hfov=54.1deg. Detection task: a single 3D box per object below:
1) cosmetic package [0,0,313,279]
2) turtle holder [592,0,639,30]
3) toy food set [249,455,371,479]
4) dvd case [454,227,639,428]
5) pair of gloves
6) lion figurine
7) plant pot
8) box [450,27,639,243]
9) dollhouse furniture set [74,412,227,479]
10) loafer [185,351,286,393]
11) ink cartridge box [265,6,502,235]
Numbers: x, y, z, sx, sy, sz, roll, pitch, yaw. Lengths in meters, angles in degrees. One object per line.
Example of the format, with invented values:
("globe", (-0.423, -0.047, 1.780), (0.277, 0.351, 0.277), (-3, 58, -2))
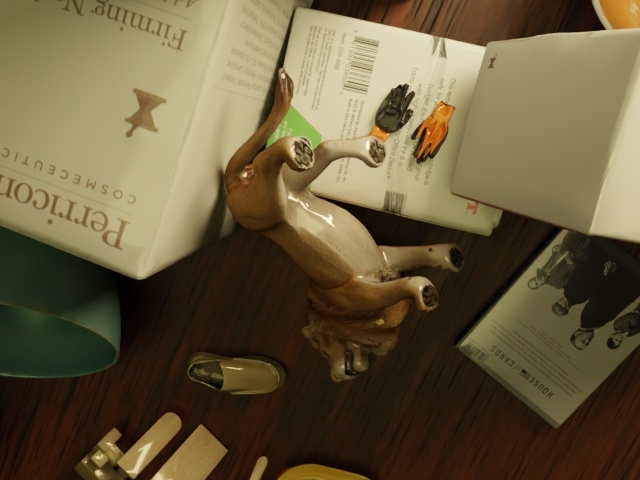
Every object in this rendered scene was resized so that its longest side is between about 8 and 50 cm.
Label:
("cosmetic package", (-0.225, -0.218, 0.704), (0.329, 0.327, 0.394), (20, 101, 4))
("turtle holder", (0.431, -0.304, 0.677), (0.243, 0.320, 0.227), (-11, 97, 41))
("toy food set", (-0.008, 0.386, 0.899), (0.217, 0.071, 0.128), (14, 76, 3))
("dvd case", (0.323, 0.107, 0.831), (0.179, 0.029, 0.239), (39, 101, 0))
("pair of gloves", (0.104, -0.132, 0.710), (0.083, 0.010, 0.074), (27, 101, 5))
("lion figurine", (0.000, 0.000, 0.729), (0.240, 0.142, 0.392), (-11, 123, 46))
("plant pot", (-0.395, 0.043, 0.812), (0.290, 0.290, 0.195), (-3, 61, 8))
("box", (0.348, -0.084, 0.641), (0.345, 0.215, 0.168), (8, 100, -22))
("dollhouse furniture set", (-0.255, 0.327, 0.936), (0.144, 0.123, 0.151), (46, 136, -1))
("loafer", (-0.123, 0.192, 0.888), (0.148, 0.050, 0.056), (3, 98, 7))
("ink cartridge box", (0.093, -0.143, 0.777), (0.289, 0.121, 0.211), (15, 100, 5))
